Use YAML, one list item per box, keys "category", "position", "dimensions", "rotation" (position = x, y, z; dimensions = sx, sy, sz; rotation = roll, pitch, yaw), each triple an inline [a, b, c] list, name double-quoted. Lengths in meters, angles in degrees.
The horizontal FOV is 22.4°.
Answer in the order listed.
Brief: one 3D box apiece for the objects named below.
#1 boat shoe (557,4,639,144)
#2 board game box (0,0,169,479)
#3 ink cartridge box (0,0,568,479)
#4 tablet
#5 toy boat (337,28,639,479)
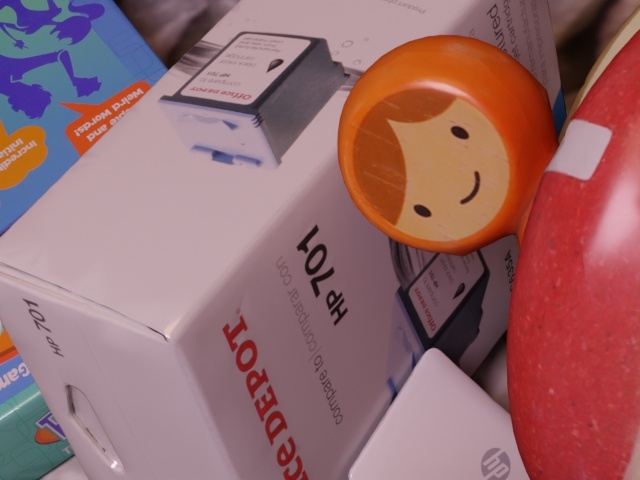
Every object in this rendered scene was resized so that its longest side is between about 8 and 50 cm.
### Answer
- category: "boat shoe"
  position: [0.165, -0.066, 0.582]
  dimensions: [0.073, 0.080, 0.223]
  rotation: [26, 62, 36]
- category: "board game box"
  position: [-0.121, -0.015, 0.656]
  dimensions: [0.160, 0.047, 0.210]
  rotation: [-34, 53, -8]
- category: "ink cartridge box"
  position: [0.000, 0.000, 0.530]
  dimensions: [0.082, 0.140, 0.191]
  rotation: [18, 54, 33]
- category: "tablet"
  position: [0.051, 0.080, 0.522]
  dimensions: [0.054, 0.083, 0.006]
  rotation: [-55, 20, -22]
- category: "toy boat"
  position: [0.074, -0.006, 0.431]
  dimensions: [0.151, 0.231, 0.151]
  rotation: [26, 89, 7]
